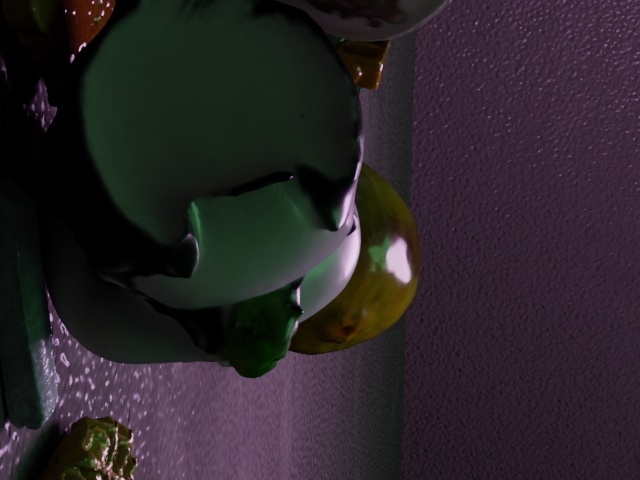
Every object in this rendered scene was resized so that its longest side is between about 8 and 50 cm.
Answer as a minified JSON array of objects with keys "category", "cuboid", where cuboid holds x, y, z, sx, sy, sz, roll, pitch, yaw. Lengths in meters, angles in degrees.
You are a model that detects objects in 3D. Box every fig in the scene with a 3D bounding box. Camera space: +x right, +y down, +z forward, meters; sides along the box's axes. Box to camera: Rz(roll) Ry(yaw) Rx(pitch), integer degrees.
[{"category":"fig","cuboid":[0.010,0.003,1.609,0.207,0.207,0.230,85,14,-49]}]

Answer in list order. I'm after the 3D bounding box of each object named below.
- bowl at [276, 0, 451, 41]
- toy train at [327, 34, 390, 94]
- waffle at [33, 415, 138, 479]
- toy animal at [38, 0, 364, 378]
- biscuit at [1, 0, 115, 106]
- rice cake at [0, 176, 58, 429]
[{"category":"bowl","cuboid":[-0.018,-0.330,1.220,0.157,0.337,0.337,-6,104,-41]},{"category":"toy train","cuboid":[0.001,-0.251,1.547,0.429,0.178,0.249,-75,176,-48]},{"category":"waffle","cuboid":[-0.167,0.212,1.045,0.194,0.051,0.149,-72,159,-61]},{"category":"toy animal","cuboid":[-0.073,-0.016,0.951,0.267,0.212,0.213,97,3,-57]},{"category":"biscuit","cuboid":[-0.153,-0.179,0.968,0.280,0.043,0.183,-71,171,-76]},{"category":"rice cake","cuboid":[-0.184,0.041,0.928,0.033,0.029,0.171,-59,152,-56]}]
